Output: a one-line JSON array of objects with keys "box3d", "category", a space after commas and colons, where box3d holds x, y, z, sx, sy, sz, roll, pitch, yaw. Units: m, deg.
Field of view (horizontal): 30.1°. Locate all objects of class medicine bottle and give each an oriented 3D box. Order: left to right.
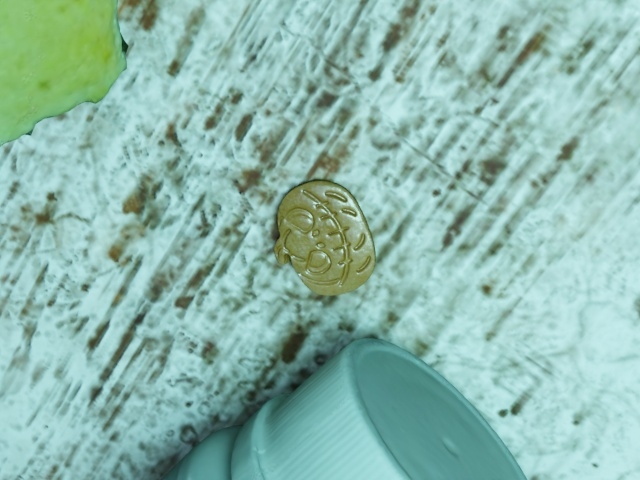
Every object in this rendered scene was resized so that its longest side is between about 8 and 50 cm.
[{"box3d": [-0.013, 0.242, 0.865, 0.245, 0.245, 0.306, 44, 108, -5], "category": "medicine bottle"}]

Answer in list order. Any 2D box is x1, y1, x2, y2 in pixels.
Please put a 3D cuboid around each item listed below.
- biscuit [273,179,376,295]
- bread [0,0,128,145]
[{"box3d": [0.000, 0.000, 0.893, 0.078, 0.015, 0.091, -20, 104, 20], "category": "biscuit"}, {"box3d": [-0.262, -0.260, 0.660, 0.395, 0.239, 0.264, 52, 156, 7], "category": "bread"}]
